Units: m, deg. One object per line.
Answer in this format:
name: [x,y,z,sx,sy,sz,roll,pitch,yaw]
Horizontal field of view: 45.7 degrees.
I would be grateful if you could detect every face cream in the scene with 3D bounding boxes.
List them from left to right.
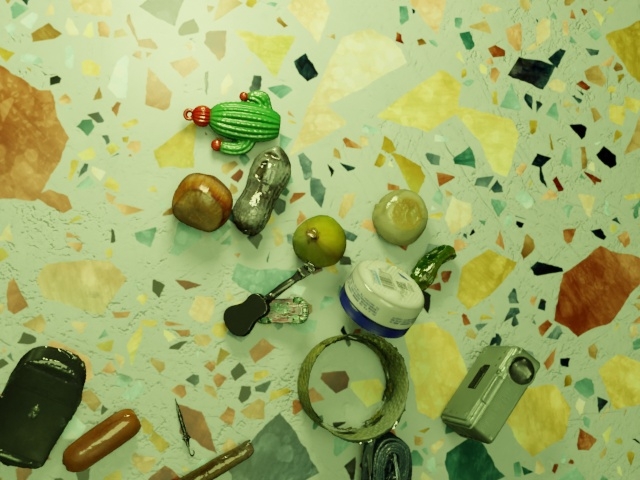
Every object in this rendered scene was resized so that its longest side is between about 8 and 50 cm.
face cream: [0.160,0.144,1.945,0.205,0.206,0.111,25,116,-11]

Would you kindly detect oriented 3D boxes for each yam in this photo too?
yam: [-0.278,0.569,1.861,0.263,0.046,0.046,-27,91,-16]

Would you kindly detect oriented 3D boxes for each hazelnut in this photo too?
hazelnut: [-0.294,-0.098,1.907,0.150,0.150,0.151,2,82,-15]

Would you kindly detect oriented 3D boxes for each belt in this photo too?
belt: [0.171,0.597,1.925,0.122,0.128,0.218,1,91,-18]

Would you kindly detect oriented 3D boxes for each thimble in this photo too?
thimble: [0.079,0.370,1.930,0.270,0.150,0.271,2,82,-15]

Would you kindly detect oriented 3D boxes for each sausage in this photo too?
sausage: [-0.518,0.473,1.793,0.197,0.076,0.076,-33,92,-15]

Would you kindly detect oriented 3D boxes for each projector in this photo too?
projector: [0.443,0.397,2.006,0.099,0.192,0.257,40,75,-8]

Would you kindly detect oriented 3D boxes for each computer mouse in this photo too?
computer mouse: [-0.660,0.381,1.763,0.168,0.087,0.295,28,89,-17]

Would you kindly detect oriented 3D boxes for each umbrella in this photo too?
umbrella: [-0.339,0.461,1.872,0.022,0.022,0.149,-18,87,-59]

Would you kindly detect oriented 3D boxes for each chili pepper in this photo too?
chili pepper: [0.291,0.086,2.065,0.073,0.072,0.204,46,73,-8]

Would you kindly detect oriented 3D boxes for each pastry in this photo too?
pastry: [0.219,-0.063,2.057,0.156,0.092,0.157,0,91,-15]

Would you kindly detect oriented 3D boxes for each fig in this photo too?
fig: [-0.003,0.003,1.976,0.152,0.120,0.136,-4,78,-39]

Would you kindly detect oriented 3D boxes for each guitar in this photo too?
guitar: [-0.125,0.140,1.918,0.271,0.038,0.084,-37,78,0]

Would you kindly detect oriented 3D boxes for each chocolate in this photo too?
chocolate: [-0.151,-0.127,1.956,0.110,0.110,0.248,29,80,-10]

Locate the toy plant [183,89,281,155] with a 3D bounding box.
toy plant: [-0.220,-0.298,1.968,0.240,0.088,0.155,-19,103,-10]

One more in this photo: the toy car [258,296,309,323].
toy car: [-0.099,0.182,1.954,0.142,0.055,0.069,-1,79,6]
